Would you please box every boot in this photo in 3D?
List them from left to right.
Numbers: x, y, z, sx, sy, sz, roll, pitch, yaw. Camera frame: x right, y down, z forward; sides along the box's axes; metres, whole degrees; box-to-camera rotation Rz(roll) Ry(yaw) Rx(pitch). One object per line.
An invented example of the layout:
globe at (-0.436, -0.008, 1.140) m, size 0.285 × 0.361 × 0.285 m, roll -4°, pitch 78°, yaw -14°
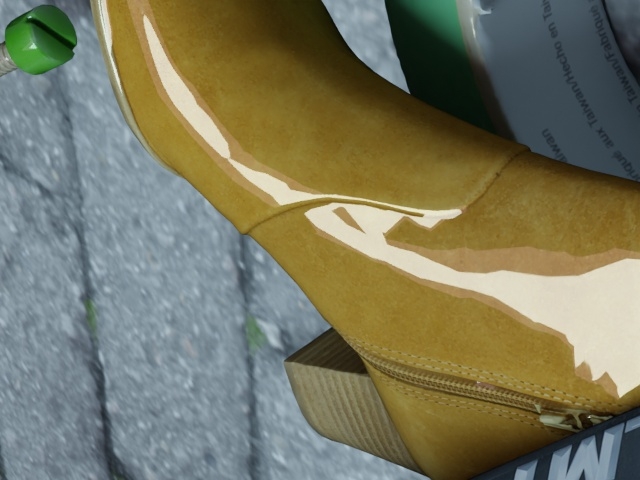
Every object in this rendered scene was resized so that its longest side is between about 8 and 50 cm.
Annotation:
boot at (0.045, -0.024, 0.598) m, size 0.211 × 0.104 × 0.295 m, roll 4°, pitch 125°, yaw 46°

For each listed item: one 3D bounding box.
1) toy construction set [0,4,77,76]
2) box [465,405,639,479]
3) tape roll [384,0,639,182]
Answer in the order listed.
toy construction set at (-0.196, -0.260, 0.792) m, size 0.237 × 0.257 × 0.309 m, roll -17°, pitch 80°, yaw 38°
box at (0.116, 0.200, 0.607) m, size 0.295 × 0.073 × 0.293 m, roll -27°, pitch 124°, yaw 21°
tape roll at (0.158, -0.078, 0.554) m, size 0.321 × 0.077 × 0.321 m, roll 33°, pitch 140°, yaw 34°
